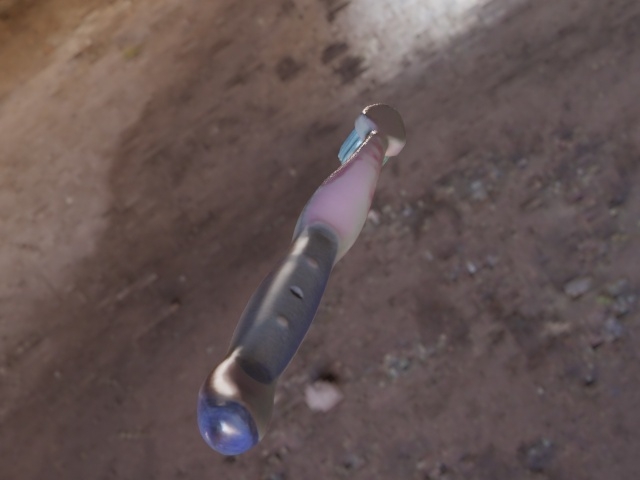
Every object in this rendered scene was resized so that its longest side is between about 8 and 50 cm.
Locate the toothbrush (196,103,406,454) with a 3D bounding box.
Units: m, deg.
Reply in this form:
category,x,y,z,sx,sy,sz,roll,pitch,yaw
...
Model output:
category,x,y,z,sx,sy,sz,roll,pitch,yaw
toothbrush,0.000,0.000,0.458,0.027,0.021,0.269,-62,0,23
